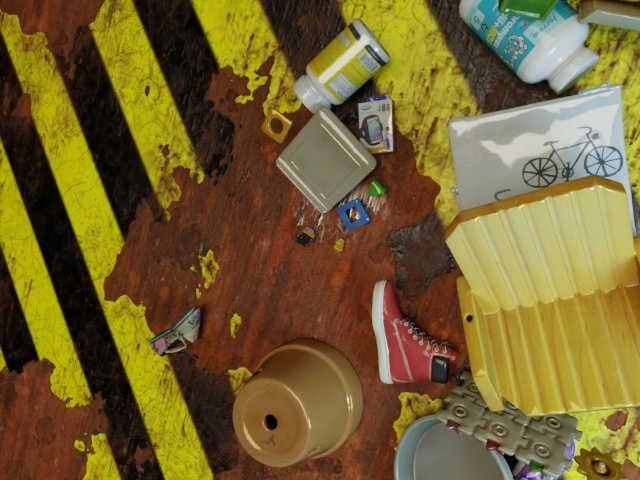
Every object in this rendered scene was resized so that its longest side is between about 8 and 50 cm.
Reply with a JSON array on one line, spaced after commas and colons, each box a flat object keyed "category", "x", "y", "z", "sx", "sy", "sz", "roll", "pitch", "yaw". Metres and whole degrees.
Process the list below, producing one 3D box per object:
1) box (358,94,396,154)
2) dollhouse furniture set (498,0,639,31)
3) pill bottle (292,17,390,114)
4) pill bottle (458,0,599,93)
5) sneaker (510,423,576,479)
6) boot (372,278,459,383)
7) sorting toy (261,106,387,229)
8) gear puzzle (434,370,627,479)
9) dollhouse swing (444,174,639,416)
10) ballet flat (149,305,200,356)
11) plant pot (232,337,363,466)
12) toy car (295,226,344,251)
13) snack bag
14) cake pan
[{"category": "box", "x": 0.131, "y": -0.268, "z": 1.173, "sx": 0.081, "sy": 0.028, "sz": 0.136, "roll": -2, "pitch": 94, "yaw": 25}, {"category": "dollhouse furniture set", "x": 0.471, "y": -0.484, "z": 0.848, "sx": 0.302, "sy": 0.151, "sz": 0.197, "roll": 10, "pitch": 70, "yaw": 0}, {"category": "pill bottle", "x": 0.044, "y": -0.388, "z": 1.157, "sx": 0.209, "sy": 0.119, "sz": 0.119, "roll": -37, "pitch": 77, "yaw": 21}, {"category": "pill bottle", "x": 0.403, "y": -0.407, "z": 0.975, "sx": 0.146, "sy": 0.146, "sz": 0.264, "roll": -43, "pitch": 75, "yaw": 20}, {"category": "sneaker", "x": 0.433, "y": 0.475, "z": 1.026, "sx": 0.095, "sy": 0.105, "sz": 0.236, "roll": 33, "pitch": 104, "yaw": 21}, {"category": "boot", "x": 0.212, "y": 0.200, "z": 1.128, "sx": 0.177, "sy": 0.088, "sz": 0.244, "roll": -7, "pitch": 98, "yaw": 25}, {"category": "sorting toy", "x": 0.012, "y": -0.188, "z": 1.194, "sx": 0.347, "sy": 0.047, "sz": 0.196, "roll": 47, "pitch": 124, "yaw": -1}, {"category": "gear puzzle", "x": 0.408, "y": 0.377, "z": 0.990, "sx": 0.339, "sy": 0.175, "sz": 0.044, "roll": 19, "pitch": 125, "yaw": 31}, {"category": "dollhouse swing", "x": 0.413, "y": 0.117, "z": 0.887, "sx": 0.347, "sy": 0.305, "sz": 0.314, "roll": -15, "pitch": 59, "yaw": 24}, {"category": "ballet flat", "x": -0.391, "y": 0.262, "z": 1.420, "sx": 0.222, "sy": 0.077, "sz": 0.079, "roll": -36, "pitch": 96, "yaw": 27}, {"category": "plant pot", "x": -0.068, "y": 0.394, "z": 1.199, "sx": 0.291, "sy": 0.203, "sz": 0.290, "roll": 1, "pitch": 92, "yaw": 24}, {"category": "toy car", "x": 0.000, "y": 0.000, "z": 1.251, "sx": 0.122, "sy": 0.060, "sz": 0.040, "roll": 21, "pitch": 57, "yaw": 6}, {"category": "snack bag", "x": 0.424, "y": -0.107, "z": 1.002, "sx": 0.324, "sy": 0.037, "sz": 0.342, "roll": -7, "pitch": 104, "yaw": 26}, {"category": "cake pan", "x": 0.282, "y": 0.516, "z": 1.069, "sx": 0.293, "sy": 0.054, "sz": 0.292, "roll": -8, "pitch": 79, "yaw": 48}]
